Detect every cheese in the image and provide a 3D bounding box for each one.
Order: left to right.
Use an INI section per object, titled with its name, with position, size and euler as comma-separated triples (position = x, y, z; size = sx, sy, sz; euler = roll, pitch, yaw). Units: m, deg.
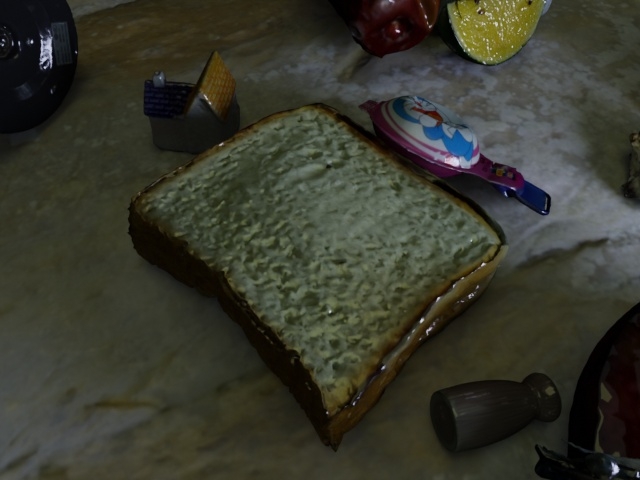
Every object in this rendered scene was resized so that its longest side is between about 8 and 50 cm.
[cheese]
position = 0.155, -0.103, 0.649
size = 0.244, 0.062, 0.155
euler = 32, 31, 10

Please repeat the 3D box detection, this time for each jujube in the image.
[jujube]
position = 0.069, -0.417, 0.799
size = 0.216, 0.216, 0.342
euler = -6, 61, -6

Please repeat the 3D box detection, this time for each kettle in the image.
[kettle]
position = -0.468, -0.263, 0.711
size = 0.290, 0.208, 0.268
euler = 13, 24, 19

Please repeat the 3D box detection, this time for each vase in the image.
[vase]
position = 0.150, 0.143, 0.482
size = 0.100, 0.053, 0.053
euler = -10, 54, -13

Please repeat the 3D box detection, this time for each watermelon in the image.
[watermelon]
position = 0.242, -0.289, 0.789
size = 0.181, 0.092, 0.075
euler = -20, 69, -25

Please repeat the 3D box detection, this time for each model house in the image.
[model house]
position = -0.154, -0.168, 0.680
size = 0.100, 0.100, 0.088
euler = 5, 53, 3

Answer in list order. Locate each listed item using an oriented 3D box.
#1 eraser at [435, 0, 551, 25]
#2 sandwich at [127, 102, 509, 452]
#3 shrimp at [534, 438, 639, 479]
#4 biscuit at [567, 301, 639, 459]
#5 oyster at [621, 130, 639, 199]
[eraser]
position = 0.233, -0.458, 0.904
size = 0.189, 0.104, 0.290
euler = -9, 53, -3
[sandwich]
position = 0.000, 0.000, 0.559
size = 0.271, 0.099, 0.301
euler = -34, 59, -31
[shrimp]
position = 0.228, 0.236, 0.313
size = 0.261, 0.051, 0.198
euler = 26, 60, 12
[biscuit]
position = 0.387, 0.207, 0.417
size = 0.407, 0.091, 0.408
euler = 1, 56, -1
[oyster]
position = 0.413, -0.095, 0.669
size = 0.108, 0.053, 0.166
euler = 3, 59, 14
